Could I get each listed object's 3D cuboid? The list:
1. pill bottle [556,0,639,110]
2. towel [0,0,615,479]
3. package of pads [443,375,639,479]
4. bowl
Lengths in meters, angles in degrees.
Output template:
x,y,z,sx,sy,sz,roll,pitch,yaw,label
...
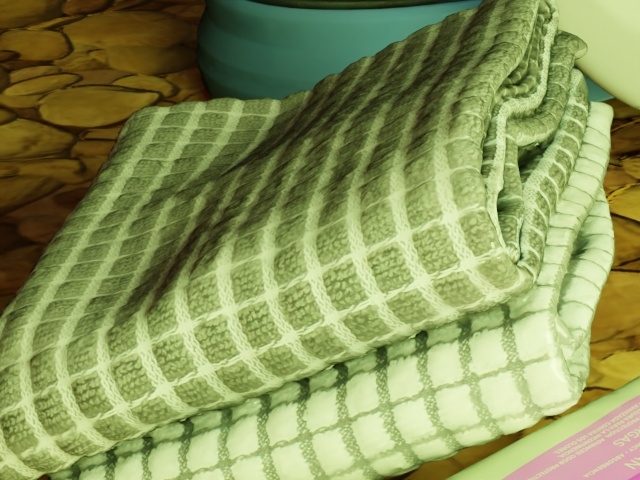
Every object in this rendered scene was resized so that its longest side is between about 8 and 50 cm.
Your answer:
x,y,z,sx,sy,sz,roll,pitch,yaw,label
0.302,-0.208,1.089,0.229,0.229,0.408,18,25,37,pill bottle
0.000,0.000,0.834,0.235,0.121,0.283,-25,18,21,towel
0.168,0.148,0.631,0.229,0.101,0.296,-22,32,-34,package of pads
0.105,-0.177,1.314,0.391,0.077,0.391,-9,22,4,bowl
